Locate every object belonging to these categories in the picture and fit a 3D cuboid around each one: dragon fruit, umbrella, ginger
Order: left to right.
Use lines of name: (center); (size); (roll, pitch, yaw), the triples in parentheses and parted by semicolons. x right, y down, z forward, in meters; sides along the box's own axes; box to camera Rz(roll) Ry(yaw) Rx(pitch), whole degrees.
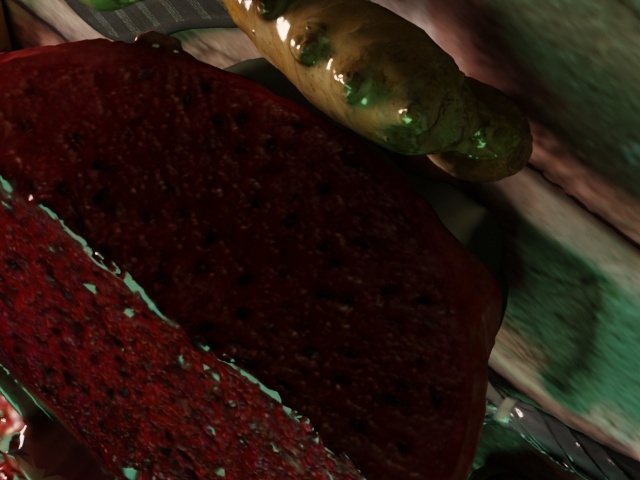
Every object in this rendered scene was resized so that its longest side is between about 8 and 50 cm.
dragon fruit: (-0.049, 0.030, 0.733); (0.274, 0.126, 0.161); (37, 140, 11)
ginger: (-0.020, -0.091, 0.703); (0.193, 0.052, 0.176); (15, -152, -43)
umbrella: (0.102, 0.094, 0.933); (0.269, 0.044, 0.044); (27, -177, 40)

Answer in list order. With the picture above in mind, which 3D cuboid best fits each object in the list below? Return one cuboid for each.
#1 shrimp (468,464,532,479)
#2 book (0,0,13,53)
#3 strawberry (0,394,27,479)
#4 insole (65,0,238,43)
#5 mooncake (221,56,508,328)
shrimp: (0.129, 0.188, 1.015); (0.147, 0.035, 0.195); (61, 178, 2)
book: (-0.247, -0.185, 1.079); (0.161, 0.026, 0.231); (39, 162, 11)
strawberry: (-0.078, 0.100, 1.048); (0.288, 0.250, 0.238); (12, 111, 38)
insole: (-0.067, -0.131, 0.835); (0.110, 0.012, 0.309); (48, 161, -18)
mooncake: (0.000, 0.000, 0.837); (0.175, 0.104, 0.168); (50, 162, -9)
